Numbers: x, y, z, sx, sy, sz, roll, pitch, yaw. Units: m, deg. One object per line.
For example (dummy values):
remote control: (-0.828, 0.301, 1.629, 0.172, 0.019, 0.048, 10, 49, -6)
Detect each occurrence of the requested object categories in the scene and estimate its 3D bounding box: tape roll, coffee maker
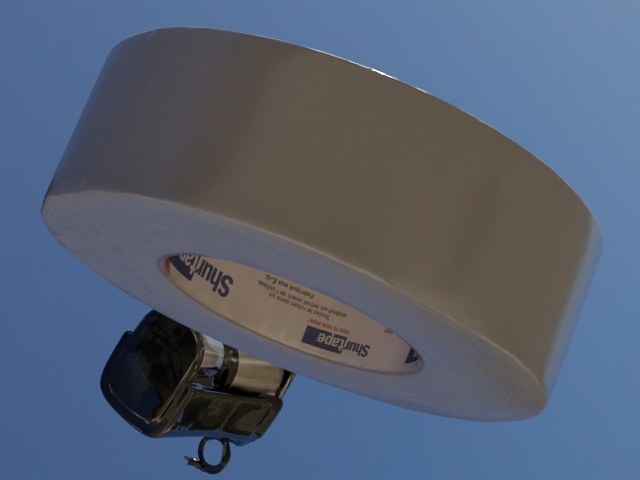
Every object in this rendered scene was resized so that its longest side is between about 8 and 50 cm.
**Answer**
tape roll: (0.000, 0.000, 0.652, 0.219, 0.219, 0.072, 34, -110, -38)
coffee maker: (-0.125, 0.156, 1.603, 0.178, 0.120, 0.171, 13, -92, -57)
